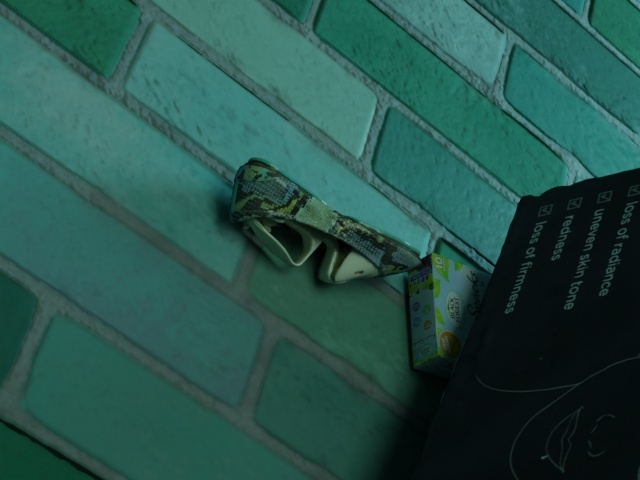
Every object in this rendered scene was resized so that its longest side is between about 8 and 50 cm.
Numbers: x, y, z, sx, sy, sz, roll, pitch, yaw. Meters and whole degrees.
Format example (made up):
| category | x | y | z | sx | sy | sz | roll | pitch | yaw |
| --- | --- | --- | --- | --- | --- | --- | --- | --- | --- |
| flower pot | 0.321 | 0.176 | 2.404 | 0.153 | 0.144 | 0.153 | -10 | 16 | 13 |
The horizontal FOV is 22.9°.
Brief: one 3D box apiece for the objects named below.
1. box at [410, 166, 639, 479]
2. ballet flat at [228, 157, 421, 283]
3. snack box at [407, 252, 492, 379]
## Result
| category | x | y | z | sx | sy | sz | roll | pitch | yaw |
| --- | --- | --- | --- | --- | --- | --- | --- | --- | --- |
| box | 0.356 | 0.164 | 1.191 | 0.297 | 0.472 | 0.480 | 52 | 43 | -25 |
| ballet flat | 0.000 | 0.000 | 1.306 | 0.188 | 0.070 | 0.070 | 29 | 50 | -25 |
| snack box | 0.141 | 0.079 | 1.396 | 0.141 | 0.037 | 0.100 | 20 | 54 | -35 |
